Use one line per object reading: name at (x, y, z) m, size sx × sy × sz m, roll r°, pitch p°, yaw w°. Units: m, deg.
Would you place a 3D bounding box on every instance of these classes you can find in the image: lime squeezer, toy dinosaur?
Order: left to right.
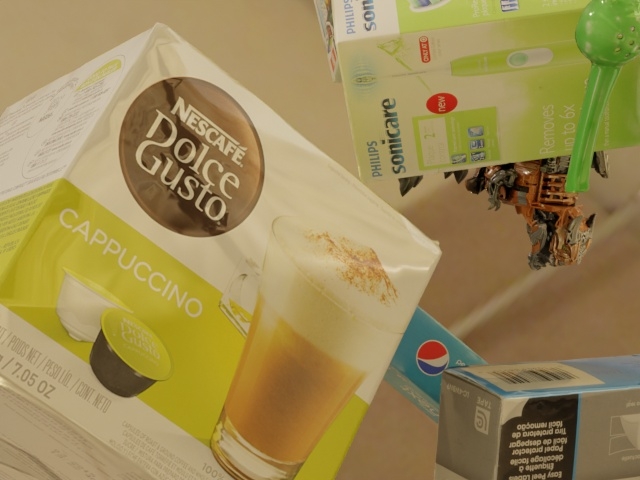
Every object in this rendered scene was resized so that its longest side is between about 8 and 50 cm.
toy dinosaur at (0.204, -0.128, 1.845) m, size 0.218 × 0.322 × 0.164 m, roll -12°, pitch -21°, yaw 34°
lime squeezer at (0.200, -0.190, 1.239) m, size 0.058 × 0.310 × 0.110 m, roll -7°, pitch 4°, yaw -4°

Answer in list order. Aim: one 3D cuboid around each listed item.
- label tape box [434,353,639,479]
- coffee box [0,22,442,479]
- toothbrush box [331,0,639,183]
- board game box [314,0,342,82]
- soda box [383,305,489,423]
label tape box at (0.234, 0.293, 1.654) m, size 0.249 × 0.115 × 0.348 m, roll -2°, pitch -81°, yaw -30°
coffee box at (-0.164, 0.065, 1.528) m, size 0.338 × 0.337 × 0.334 m, roll -17°, pitch 40°, yaw 56°
toothbrush box at (0.161, -0.179, 1.638) m, size 0.283 × 0.122 × 0.206 m, roll -6°, pitch -37°, yaw 4°
board game box at (0.026, -0.337, 1.786) m, size 0.053 × 0.305 × 0.193 m, roll -1°, pitch -42°, yaw -13°
soda box at (0.126, 0.141, 1.723) m, size 0.067 × 0.210 × 0.071 m, roll -53°, pitch 12°, yaw -15°
